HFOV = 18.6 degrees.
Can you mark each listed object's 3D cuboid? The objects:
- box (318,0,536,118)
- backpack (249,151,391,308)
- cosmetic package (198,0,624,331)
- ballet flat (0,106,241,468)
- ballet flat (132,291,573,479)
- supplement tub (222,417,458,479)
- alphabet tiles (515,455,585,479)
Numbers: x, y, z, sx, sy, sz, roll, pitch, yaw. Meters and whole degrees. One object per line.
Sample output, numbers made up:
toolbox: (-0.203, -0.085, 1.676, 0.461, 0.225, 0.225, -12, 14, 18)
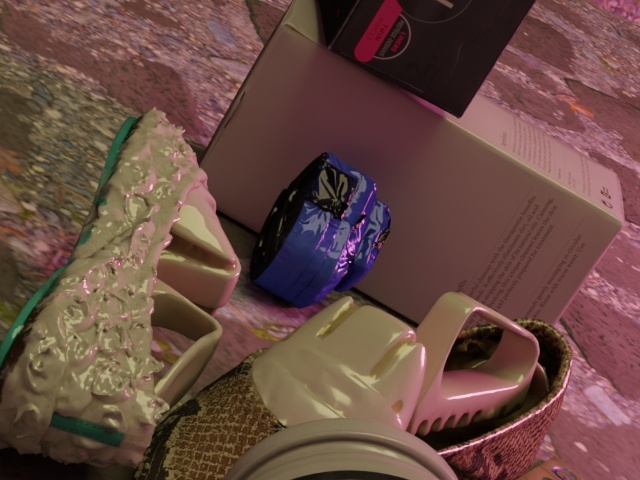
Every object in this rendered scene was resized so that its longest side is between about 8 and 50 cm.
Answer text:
box: (0.096, -0.249, 1.796, 0.143, 0.165, 0.270, 27, 18, -14)
backpack: (0.000, 0.000, 1.713, 0.101, 0.098, 0.120, 31, 57, -4)
cosmetic package: (0.083, -0.055, 1.846, 0.365, 0.197, 0.155, 31, 20, -5)
ballet flat: (-0.131, 0.041, 1.418, 0.147, 0.147, 0.409, 29, 30, -7)
ballet flat: (0.049, 0.115, 1.447, 0.164, 0.182, 0.483, 43, 24, 24)
supplement tub: (0.017, 0.242, 1.116, 0.191, 0.191, 0.272, 26, 22, -14)
alphabet tiles: (0.249, 0.276, 1.610, 0.237, 0.009, 0.198, 39, 22, 17)
